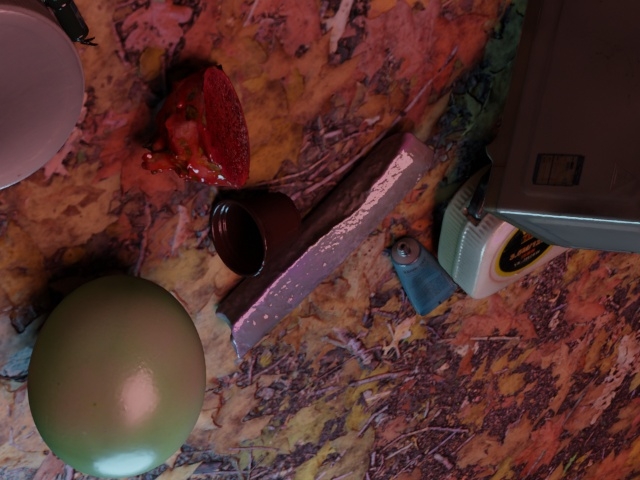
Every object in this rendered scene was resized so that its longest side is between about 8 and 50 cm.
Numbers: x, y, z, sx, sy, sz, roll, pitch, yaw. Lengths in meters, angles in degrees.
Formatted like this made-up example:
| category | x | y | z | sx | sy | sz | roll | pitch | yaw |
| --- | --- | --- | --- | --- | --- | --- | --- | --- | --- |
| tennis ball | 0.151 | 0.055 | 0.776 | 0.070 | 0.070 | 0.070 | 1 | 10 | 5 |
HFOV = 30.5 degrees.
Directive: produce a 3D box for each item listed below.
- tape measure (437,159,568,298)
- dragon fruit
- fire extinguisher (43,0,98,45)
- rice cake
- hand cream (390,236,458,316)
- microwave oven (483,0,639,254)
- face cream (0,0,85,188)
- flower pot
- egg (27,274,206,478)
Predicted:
| category | x | y | z | sx | sy | sz | roll | pitch | yaw |
| --- | --- | --- | --- | --- | --- | --- | --- | --- | --- |
| tape measure | 0.311 | -0.057 | 1.806 | 0.271 | 0.133 | 0.231 | -25 | 146 | -22 |
| dragon fruit | -0.156 | -0.128 | 1.372 | 0.111 | 0.153 | 0.153 | -9 | 142 | 13 |
| fire extinguisher | -0.266 | -0.232 | 1.233 | 0.038 | 0.025 | 0.083 | -6 | 143 | 15 |
| rice cake | 0.000 | 0.000 | 1.644 | 0.399 | 0.064 | 0.070 | -45 | 132 | 4 |
| hand cream | 0.161 | 0.054 | 1.854 | 0.083 | 0.048 | 0.224 | -40 | 148 | -2 |
| microwave oven | 0.408 | -0.168 | 1.561 | 0.218 | 0.286 | 0.355 | 23 | 77 | -50 |
| face cream | -0.345 | -0.171 | 1.090 | 0.201 | 0.187 | 0.201 | -23 | 138 | -22 |
| flower pot | -0.077 | -0.016 | 1.540 | 0.089 | 0.111 | 0.111 | -23 | 139 | -40 |
| egg | -0.252 | 0.170 | 1.464 | 0.220 | 0.220 | 0.269 | -12 | 134 | -32 |
